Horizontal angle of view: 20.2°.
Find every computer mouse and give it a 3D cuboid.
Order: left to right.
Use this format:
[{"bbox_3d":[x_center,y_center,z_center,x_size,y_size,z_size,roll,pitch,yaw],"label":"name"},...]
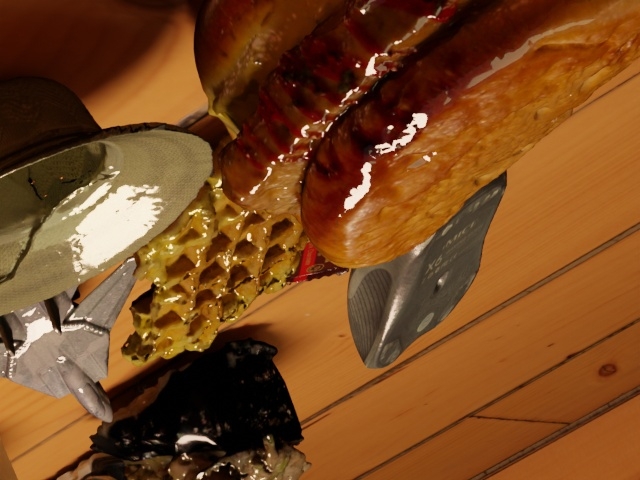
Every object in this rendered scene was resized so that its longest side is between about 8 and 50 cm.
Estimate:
[{"bbox_3d":[0.103,-0.016,1.745,0.167,0.090,0.379,-36,158,-39],"label":"computer mouse"}]

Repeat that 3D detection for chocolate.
[{"bbox_3d":[0.000,0.000,1.742,0.086,0.028,0.182,-14,159,-11],"label":"chocolate"}]

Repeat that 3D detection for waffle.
[{"bbox_3d":[-0.074,0.000,1.515,0.291,0.051,0.291,-35,158,-17],"label":"waffle"}]

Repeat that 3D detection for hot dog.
[{"bbox_3d":[0.055,-0.133,1.200,0.223,0.185,0.405,-9,155,-44],"label":"hot dog"}]

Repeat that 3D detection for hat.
[{"bbox_3d":[-0.202,-0.050,1.208,0.252,0.110,0.252,-26,163,-9],"label":"hat"}]

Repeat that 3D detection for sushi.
[{"bbox_3d":[-0.115,0.246,1.962,0.238,0.218,0.225,-12,161,-34],"label":"sushi"}]

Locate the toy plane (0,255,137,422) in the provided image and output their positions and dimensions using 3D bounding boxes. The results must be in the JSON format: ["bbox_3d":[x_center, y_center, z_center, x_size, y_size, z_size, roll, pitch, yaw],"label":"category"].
[{"bbox_3d":[-0.229,0.093,1.583,0.212,0.088,0.267,-24,156,-1],"label":"toy plane"}]

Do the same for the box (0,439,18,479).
[{"bbox_3d":[-0.319,0.148,1.360,0.069,0.256,0.164,-33,160,17],"label":"box"}]

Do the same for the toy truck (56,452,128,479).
[{"bbox_3d":[-0.234,0.457,2.136,0.207,0.387,0.173,-27,162,27],"label":"toy truck"}]
